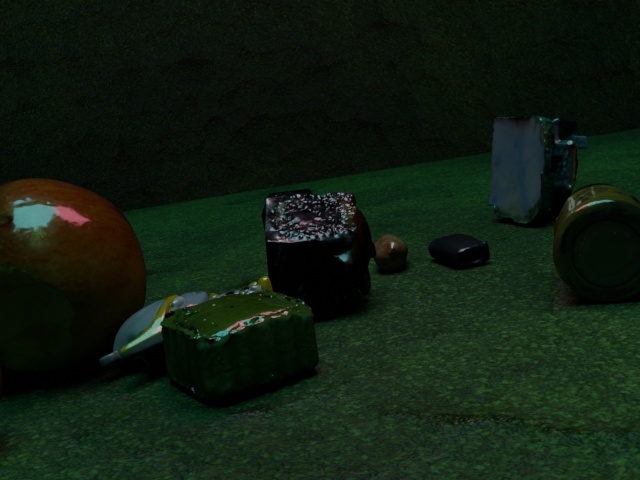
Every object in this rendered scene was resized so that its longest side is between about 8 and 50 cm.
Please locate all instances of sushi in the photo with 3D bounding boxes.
[{"bbox_3d":[-0.001,0.017,1.593,0.212,0.216,0.227,-8,10,1],"label":"sushi"}]

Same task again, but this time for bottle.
[{"bbox_3d":[0.503,-0.019,1.503,0.171,0.172,0.351,-5,12,16],"label":"bottle"}]

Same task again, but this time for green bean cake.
[{"bbox_3d":[-0.124,0.150,1.271,0.200,0.113,0.214,-16,12,-31],"label":"green bean cake"}]

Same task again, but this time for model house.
[{"bbox_3d":[0.578,-0.175,2.112,0.241,0.261,0.226,0,7,-25],"label":"model house"}]

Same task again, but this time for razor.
[{"bbox_3d":[0.293,0.019,1.783,0.090,0.054,0.148,-15,11,-14],"label":"razor"}]

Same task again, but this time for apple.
[{"bbox_3d":[-0.461,0.062,1.446,0.339,0.340,0.339,-8,11,2],"label":"apple"}]

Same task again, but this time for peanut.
[{"bbox_3d":[0.152,0.023,1.829,0.076,0.076,0.152,-7,6,6],"label":"peanut"}]

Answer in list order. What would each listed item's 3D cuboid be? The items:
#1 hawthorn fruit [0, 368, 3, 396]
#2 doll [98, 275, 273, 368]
[{"bbox_3d":[-0.577,0.157,1.087,0.267,0.301,0.268,-27,5,2],"label":"hawthorn fruit"},{"bbox_3d":[-0.224,0.138,1.414,0.316,0.103,0.145,-20,21,-30],"label":"doll"}]
